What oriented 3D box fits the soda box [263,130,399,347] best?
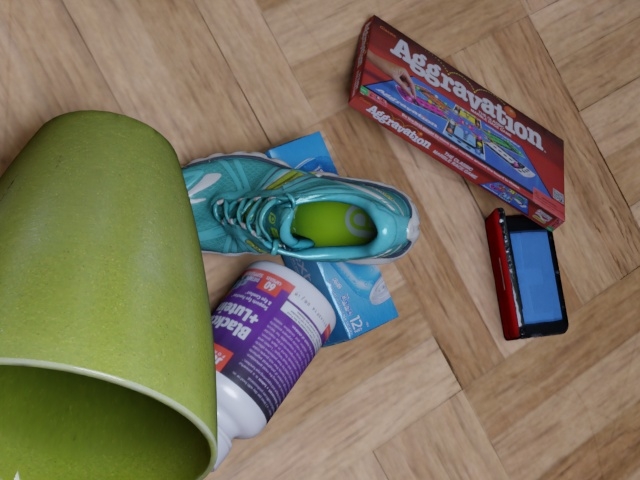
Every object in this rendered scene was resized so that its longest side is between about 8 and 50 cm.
[{"bbox_3d":[0.000,0.000,1.286,0.067,0.071,0.210,-24,90,-29],"label":"soda box"}]

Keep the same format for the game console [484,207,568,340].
[{"bbox_3d":[0.239,0.036,1.395,0.085,0.124,0.144,-9,82,-1],"label":"game console"}]

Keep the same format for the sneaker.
[{"bbox_3d":[-0.043,-0.029,1.188,0.275,0.110,0.107,3,98,16],"label":"sneaker"}]

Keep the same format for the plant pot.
[{"bbox_3d":[-0.210,0.040,1.084,0.275,0.275,0.293,20,54,-22],"label":"plant pot"}]

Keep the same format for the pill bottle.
[{"bbox_3d":[-0.078,0.122,1.199,0.108,0.108,0.193,43,64,-13],"label":"pill bottle"}]

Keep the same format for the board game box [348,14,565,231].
[{"bbox_3d":[0.159,-0.131,1.388,0.281,0.027,0.145,30,40,-18],"label":"board game box"}]
